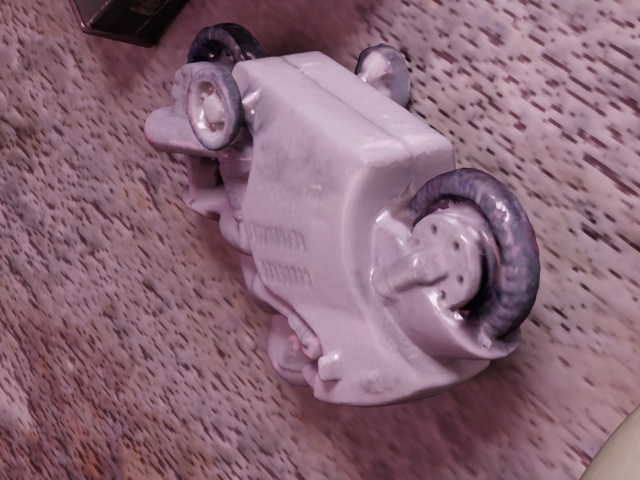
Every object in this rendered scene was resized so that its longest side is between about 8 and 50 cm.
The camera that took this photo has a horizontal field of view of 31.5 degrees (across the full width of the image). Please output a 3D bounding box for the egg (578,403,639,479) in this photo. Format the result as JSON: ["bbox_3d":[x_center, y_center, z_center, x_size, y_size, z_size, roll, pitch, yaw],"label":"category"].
[{"bbox_3d":[0.165,0.121,0.349,0.186,0.186,0.253,51,120,29],"label":"egg"}]

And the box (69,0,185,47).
[{"bbox_3d":[-0.120,-0.171,0.688,0.063,0.060,0.084,-39,65,32],"label":"box"}]

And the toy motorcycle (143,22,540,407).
[{"bbox_3d":[0.000,0.000,0.559,0.260,0.110,0.171,37,128,41],"label":"toy motorcycle"}]
